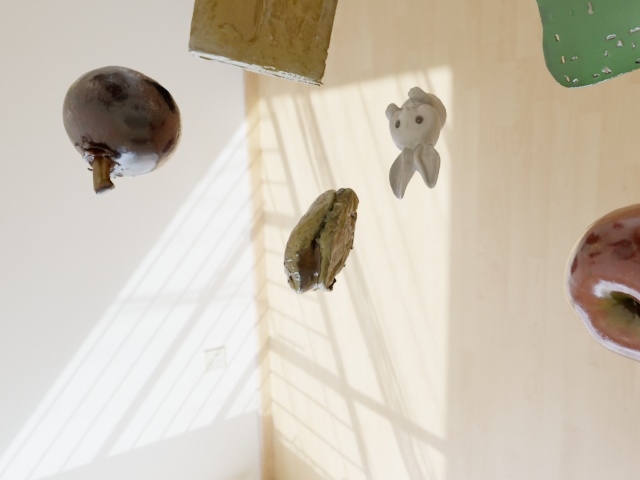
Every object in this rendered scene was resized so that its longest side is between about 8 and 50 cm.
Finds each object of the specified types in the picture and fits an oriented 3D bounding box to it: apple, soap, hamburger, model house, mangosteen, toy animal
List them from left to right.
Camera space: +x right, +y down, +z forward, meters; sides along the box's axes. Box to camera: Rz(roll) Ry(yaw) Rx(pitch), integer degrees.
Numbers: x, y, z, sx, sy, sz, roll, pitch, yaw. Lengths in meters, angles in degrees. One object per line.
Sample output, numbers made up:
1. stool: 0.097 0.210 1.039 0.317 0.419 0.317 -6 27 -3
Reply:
1. mangosteen: -0.406 -0.207 1.067 0.235 0.235 0.261 -36 35 53
2. soap: -0.126 -0.548 1.276 0.156 0.335 0.293 -108 31 -73
3. hamburger: 0.000 0.001 1.379 0.134 0.285 0.265 11 130 16
4. toy animal: 0.173 -0.191 1.000 0.104 0.221 0.131 -13 127 27
5. model house: 0.284 -0.214 0.463 0.167 0.088 0.117 -7 116 44
6. apple: 0.446 0.046 0.697 0.230 0.230 0.230 16 109 54
